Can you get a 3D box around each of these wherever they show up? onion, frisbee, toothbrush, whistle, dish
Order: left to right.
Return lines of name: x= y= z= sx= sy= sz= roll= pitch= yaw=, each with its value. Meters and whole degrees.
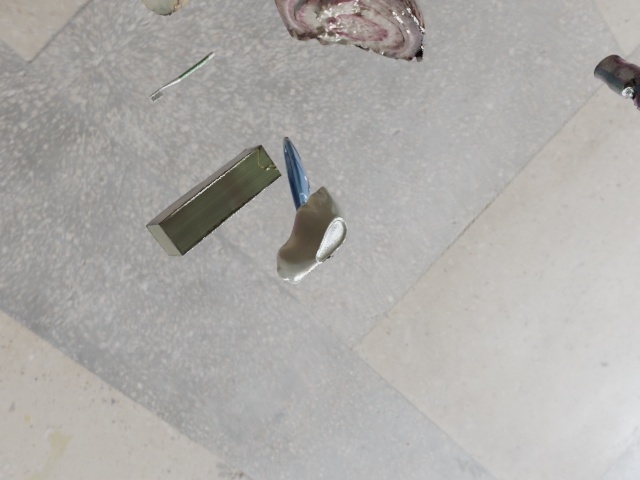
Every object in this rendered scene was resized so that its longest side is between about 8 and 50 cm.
toothbrush: x=-0.382 y=-0.461 z=1.757 sx=0.024 sy=0.018 sz=0.257 roll=52 pitch=57 yaw=-17
frisbee: x=-0.053 y=-0.151 z=1.627 sx=0.045 sy=0.242 sz=0.242 roll=-13 pitch=110 yaw=-5
dish: x=0.000 y=0.000 z=0.789 sx=0.137 sy=0.039 sz=0.091 roll=-52 pitch=134 yaw=-30
onion: x=0.073 y=-0.472 z=1.196 sx=0.314 sy=0.280 sz=0.146 roll=20 pitch=78 yaw=6
whistle: x=0.326 y=-0.122 z=0.585 sx=0.033 sy=0.176 sz=0.033 roll=-19 pitch=138 yaw=-18

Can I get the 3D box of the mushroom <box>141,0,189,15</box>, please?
mushroom: x=-0.319 y=-0.612 z=1.414 sx=0.151 sy=0.285 sz=0.156 roll=-39 pitch=108 yaw=-24

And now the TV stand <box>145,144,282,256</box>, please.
TV stand: x=-0.208 y=-0.082 z=1.249 sx=0.269 sy=0.088 sz=0.083 roll=-42 pitch=109 yaw=-26
